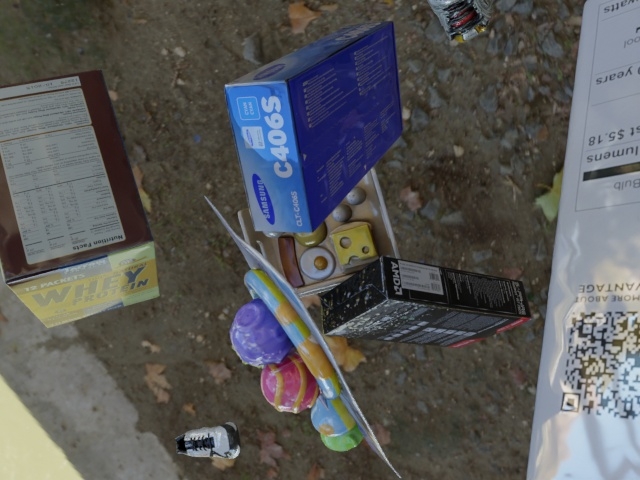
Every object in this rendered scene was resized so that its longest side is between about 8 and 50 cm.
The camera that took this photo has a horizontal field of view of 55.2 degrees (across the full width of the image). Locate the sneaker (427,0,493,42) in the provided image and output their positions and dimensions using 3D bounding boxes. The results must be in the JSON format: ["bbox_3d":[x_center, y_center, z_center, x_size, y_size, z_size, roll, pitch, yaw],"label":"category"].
[{"bbox_3d":[0.191,-0.311,0.800,0.088,0.225,0.092,-12,101,25],"label":"sneaker"}]

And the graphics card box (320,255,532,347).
[{"bbox_3d":[0.213,0.138,1.253,0.371,0.094,0.233,9,152,-29],"label":"graphics card box"}]

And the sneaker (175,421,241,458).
[{"bbox_3d":[-0.129,0.233,0.701,0.109,0.044,0.040,-28,66,47],"label":"sneaker"}]

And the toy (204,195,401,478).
[{"bbox_3d":[-0.025,0.091,0.456,0.056,0.137,0.237,-39,131,-11],"label":"toy"}]

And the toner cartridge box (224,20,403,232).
[{"bbox_3d":[0.014,-0.157,0.758,0.075,0.348,0.165,2,117,25],"label":"toner cartridge box"}]

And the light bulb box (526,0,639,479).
[{"bbox_3d":[0.338,0.012,0.322,0.225,0.360,0.358,28,157,-35],"label":"light bulb box"}]

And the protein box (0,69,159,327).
[{"bbox_3d":[-0.271,-0.037,0.671,0.200,0.136,0.201,122,130,-66],"label":"protein box"}]

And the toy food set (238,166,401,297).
[{"bbox_3d":[0.000,0.000,1.248,0.306,0.092,0.219,-16,94,19],"label":"toy food set"}]
